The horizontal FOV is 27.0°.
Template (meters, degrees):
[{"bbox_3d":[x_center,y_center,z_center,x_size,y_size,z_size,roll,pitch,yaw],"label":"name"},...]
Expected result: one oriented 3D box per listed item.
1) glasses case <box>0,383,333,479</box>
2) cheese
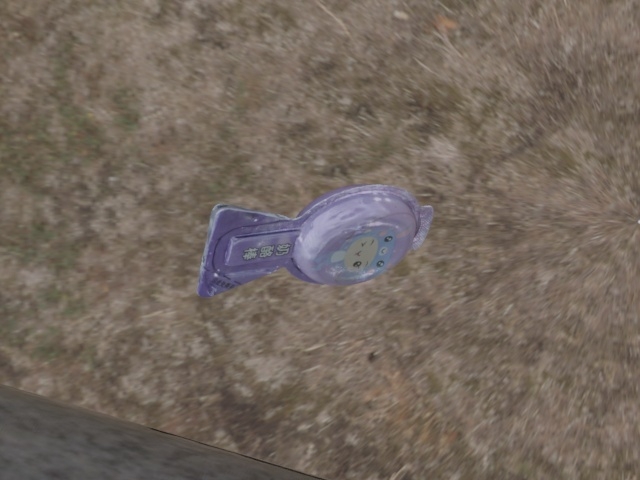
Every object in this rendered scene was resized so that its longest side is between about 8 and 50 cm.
[{"bbox_3d":[-0.029,0.091,0.328,0.299,0.114,0.060,16,109,0],"label":"glasses case"},{"bbox_3d":[0.000,0.000,1.019,0.191,0.105,0.042,-7,46,-22],"label":"cheese"}]
